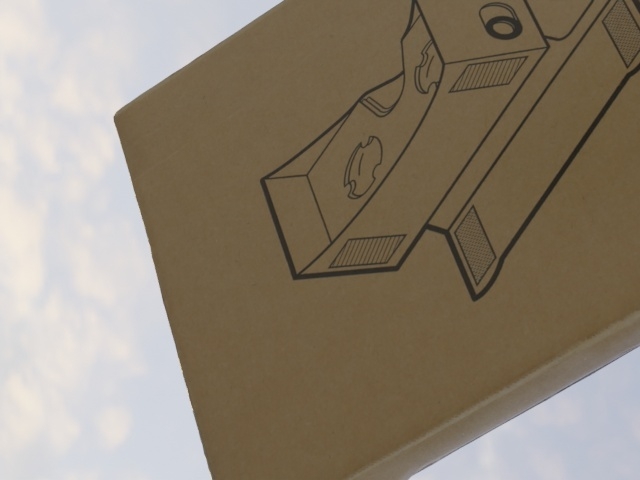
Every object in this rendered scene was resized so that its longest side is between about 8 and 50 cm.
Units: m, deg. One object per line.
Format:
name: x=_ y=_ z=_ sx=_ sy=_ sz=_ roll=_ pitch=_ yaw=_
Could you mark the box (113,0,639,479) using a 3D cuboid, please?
box: x=0.040 y=-0.028 z=0.484 sx=0.201 sy=0.021 sz=0.164 roll=-32 pitch=-129 yaw=16
